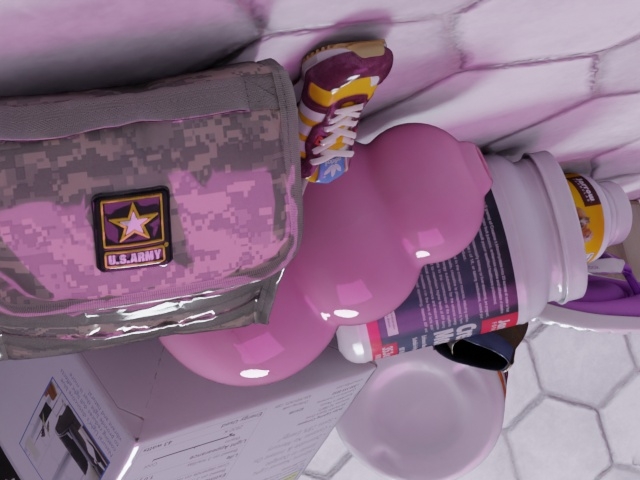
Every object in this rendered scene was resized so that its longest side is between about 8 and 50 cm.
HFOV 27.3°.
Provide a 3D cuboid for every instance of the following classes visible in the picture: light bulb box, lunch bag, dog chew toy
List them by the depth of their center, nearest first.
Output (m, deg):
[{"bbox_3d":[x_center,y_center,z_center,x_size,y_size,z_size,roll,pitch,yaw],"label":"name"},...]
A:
[{"bbox_3d":[-0.145,-0.025,0.974,0.235,0.168,0.287,-8,160,-12],"label":"lunch bag"},{"bbox_3d":[0.000,0.000,1.213,0.332,0.206,0.206,-25,167,14],"label":"dog chew toy"},{"bbox_3d":[-0.190,0.217,1.531,0.358,0.225,0.361,-11,143,-44],"label":"light bulb box"}]

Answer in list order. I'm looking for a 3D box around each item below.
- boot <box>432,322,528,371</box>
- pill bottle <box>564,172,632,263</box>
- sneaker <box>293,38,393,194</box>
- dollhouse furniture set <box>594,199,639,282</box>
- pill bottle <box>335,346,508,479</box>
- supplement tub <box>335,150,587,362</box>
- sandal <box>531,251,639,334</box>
[{"bbox_3d":[0.142,0.075,1.542,0.219,0.106,0.082,18,138,-2],"label":"boot"},{"bbox_3d":[0.275,-0.020,1.633,0.215,0.117,0.117,-9,168,-26],"label":"pill bottle"},{"bbox_3d":[0.009,-0.092,1.027,0.070,0.083,0.185,-9,168,-25],"label":"sneaker"},{"bbox_3d":[0.329,0.074,2.032,0.356,0.173,0.303,-22,166,35],"label":"dollhouse furniture set"},{"bbox_3d":[0.152,0.161,1.840,0.224,0.224,0.392,-17,-168,14],"label":"pill bottle"},{"bbox_3d":[0.133,0.014,1.437,0.272,0.191,0.191,-14,169,-1],"label":"supplement tub"},{"bbox_3d":[0.294,0.039,1.738,0.416,0.102,0.169,10,-160,10],"label":"sandal"}]
